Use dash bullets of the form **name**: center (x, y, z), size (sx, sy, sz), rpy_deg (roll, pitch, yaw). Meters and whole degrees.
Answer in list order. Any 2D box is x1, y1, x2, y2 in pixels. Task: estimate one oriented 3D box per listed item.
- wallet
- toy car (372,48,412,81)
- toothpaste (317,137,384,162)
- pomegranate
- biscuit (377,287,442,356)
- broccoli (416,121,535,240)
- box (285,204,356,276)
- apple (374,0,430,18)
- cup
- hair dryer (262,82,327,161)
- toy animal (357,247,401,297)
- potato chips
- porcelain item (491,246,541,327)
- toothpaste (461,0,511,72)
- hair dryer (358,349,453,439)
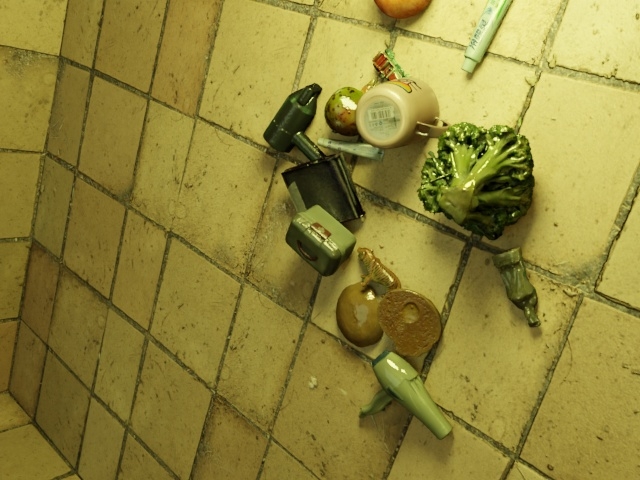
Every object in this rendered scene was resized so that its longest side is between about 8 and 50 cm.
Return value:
- **wallet**: center (0.008, -0.157, 1.953), size (0.262, 0.071, 0.220), rpy_deg (-12, 109, 41)
- **toy car**: center (0.214, -0.505, 1.800), size (0.073, 0.054, 0.143), rpy_deg (-43, 68, 30)
- **toothpaste**: center (0.094, -0.292, 1.890), size (0.218, 0.033, 0.052), rpy_deg (14, 102, 16)
- **pomegranate**: center (0.103, -0.411, 1.842), size (0.205, 0.159, 0.159), rpy_deg (-43, 64, 2)
- **biscuit**: center (0.267, 0.236, 1.787), size (0.181, 0.049, 0.208), rpy_deg (-41, 82, 23)
- **broccoli**: center (0.387, -0.153, 1.544), size (0.304, 0.283, 0.321), rpy_deg (17, 122, 26)
- **box**: center (0.000, 0.000, 1.922), size (0.210, 0.129, 0.148), rpy_deg (41, 141, 16)
- **apple**: center (0.233, -0.742, 1.698), size (0.210, 0.164, 0.209), rpy_deg (5, 99, 37)
- **cup**: center (0.236, -0.342, 1.681), size (0.253, 0.200, 0.191), rpy_deg (27, 119, 20)
- **hair dryer**: center (-0.022, -0.352, 1.983), size (0.302, 0.116, 0.244), rpy_deg (47, 120, 13)
- **toy animal**: center (0.183, 0.119, 1.865), size (0.241, 0.057, 0.099), rpy_deg (45, 118, 28)
- **potato chips**: center (0.115, 0.240, 1.926), size (0.195, 0.062, 0.208), rpy_deg (31, 114, 35)
- **porcelain item**: center (0.526, 0.129, 1.591), size (0.081, 0.069, 0.215), rpy_deg (-22, 84, 33)
- **toothpaste**: center (0.458, -0.595, 1.607), size (0.075, 0.048, 0.296), rpy_deg (36, 110, 35)
- **hair dryer**: center (0.261, 0.513, 1.823), size (0.296, 0.119, 0.298), rpy_deg (32, 128, 29)
